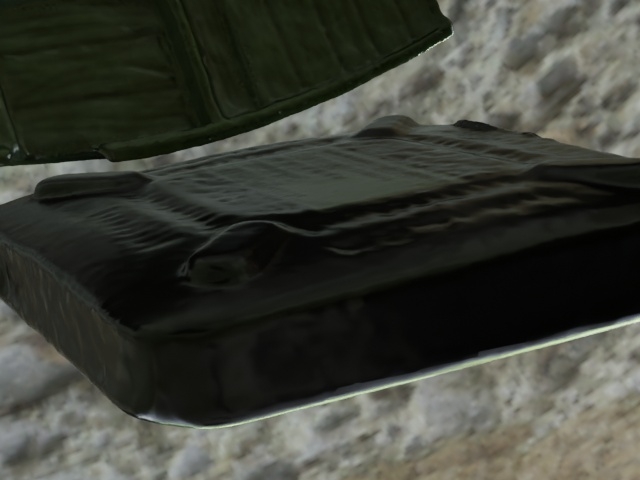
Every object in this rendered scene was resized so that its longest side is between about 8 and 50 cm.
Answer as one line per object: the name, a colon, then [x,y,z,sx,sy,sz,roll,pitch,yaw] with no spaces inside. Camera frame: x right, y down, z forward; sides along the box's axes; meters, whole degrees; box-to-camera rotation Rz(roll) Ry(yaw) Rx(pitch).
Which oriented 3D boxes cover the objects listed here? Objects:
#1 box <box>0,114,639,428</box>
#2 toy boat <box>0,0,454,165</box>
box: [0.000,0.000,0.621,0.289,0.290,0.073,-11,-74,-25]
toy boat: [-0.074,-0.081,0.579,0.293,0.093,0.055,-14,-14,-29]
